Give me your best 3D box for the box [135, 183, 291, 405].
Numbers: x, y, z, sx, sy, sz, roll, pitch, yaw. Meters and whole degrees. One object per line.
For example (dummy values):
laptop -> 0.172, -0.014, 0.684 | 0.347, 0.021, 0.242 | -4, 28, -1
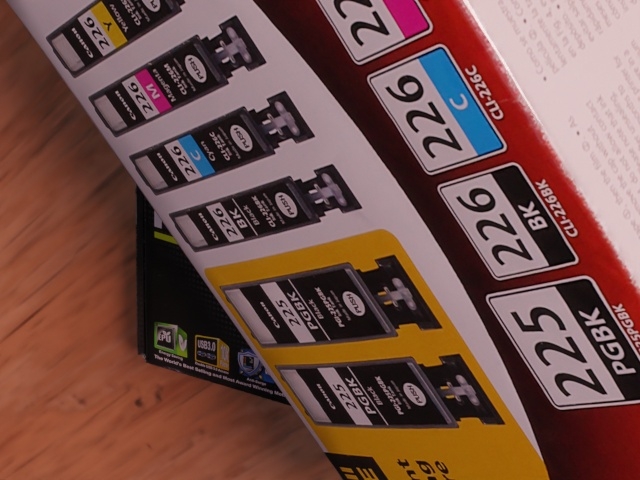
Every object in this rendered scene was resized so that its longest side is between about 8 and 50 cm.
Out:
box -> 0.000, 0.000, 0.650 | 0.190, 0.045, 0.184 | 15, 124, 16

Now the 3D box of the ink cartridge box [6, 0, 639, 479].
ink cartridge box -> 0.042, -0.010, 0.463 | 0.309, 0.130, 0.272 | 56, 149, -12
